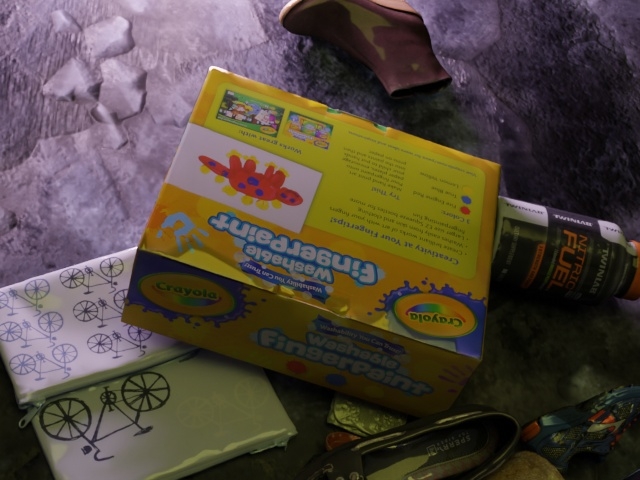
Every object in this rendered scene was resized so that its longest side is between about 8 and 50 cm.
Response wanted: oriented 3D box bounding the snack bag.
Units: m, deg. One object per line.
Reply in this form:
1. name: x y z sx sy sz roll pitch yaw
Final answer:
1. snack bag: -0.239 0.165 1.470 0.323 0.037 0.342 -17 63 -25

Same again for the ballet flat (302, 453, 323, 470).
1. ballet flat: 0.059 0.319 1.449 0.173 0.049 0.057 19 13 -4

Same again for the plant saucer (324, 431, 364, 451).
1. plant saucer: 0.045 0.274 1.461 0.083 0.013 0.083 19 16 -5

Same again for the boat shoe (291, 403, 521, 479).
1. boat shoe: 0.094 0.280 1.380 0.335 0.095 0.112 -20 81 -21

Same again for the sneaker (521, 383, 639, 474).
1. sneaker: 0.377 0.260 1.556 0.221 0.083 0.087 -16 76 -18

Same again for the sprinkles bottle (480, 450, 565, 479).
1. sprinkles bottle: 0.146 0.385 1.373 0.355 0.121 0.121 -24 66 -28

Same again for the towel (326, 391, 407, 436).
1. towel: 0.074 0.200 1.535 0.110 0.027 0.148 19 54 -3

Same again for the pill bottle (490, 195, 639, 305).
1. pill bottle: 0.359 0.021 1.669 0.246 0.130 0.130 12 55 -6

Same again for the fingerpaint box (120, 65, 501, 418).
1. fingerpaint box: 0.000 0.000 1.542 0.445 0.163 0.371 18 46 -5

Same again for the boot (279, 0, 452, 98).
1. boot: 0.075 -0.319 1.846 0.248 0.090 0.207 -10 58 -25

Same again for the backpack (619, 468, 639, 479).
1. backpack: 0.398 0.376 1.405 0.144 0.188 0.166 27 53 4
